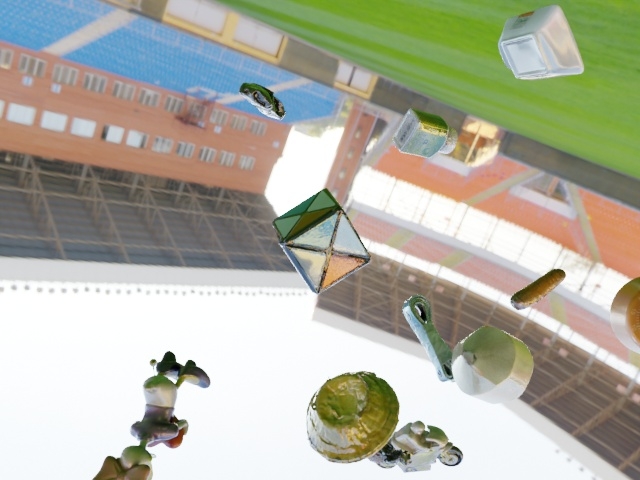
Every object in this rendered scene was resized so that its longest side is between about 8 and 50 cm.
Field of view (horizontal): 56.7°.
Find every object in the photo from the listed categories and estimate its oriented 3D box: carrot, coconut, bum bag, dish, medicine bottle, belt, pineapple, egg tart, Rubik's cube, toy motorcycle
[{"bbox_3d":[0.633,0.142,1.717,0.060,0.186,0.060,58,177,4],"label":"carrot"},{"bbox_3d":[0.507,0.367,1.769,0.241,0.241,0.241,20,-165,-6],"label":"coconut"},{"bbox_3d":[-0.191,-0.480,2.025,0.142,0.080,0.326,39,-172,0],"label":"bum bag"},{"bbox_3d":[0.454,-0.411,1.293,0.154,0.064,0.234,59,173,-16],"label":"dish"},{"bbox_3d":[0.349,-0.344,1.939,0.188,0.132,0.088,6,-140,-29],"label":"medicine bottle"},{"bbox_3d":[0.365,0.316,1.909,0.087,0.072,0.302,-22,-102,-25],"label":"belt"},{"bbox_3d":[0.184,0.584,1.623,0.074,0.074,0.159,14,166,-27],"label":"pineapple"},{"bbox_3d":[0.073,0.466,1.619,0.290,0.290,0.115,42,166,53],"label":"egg tart"},{"bbox_3d":[0.001,0.000,2.098,0.246,0.250,0.248,57,179,-24],"label":"Rubik's cube"},{"bbox_3d":[0.348,0.764,2.204,0.340,0.223,0.108,-11,-156,17],"label":"toy motorcycle"}]

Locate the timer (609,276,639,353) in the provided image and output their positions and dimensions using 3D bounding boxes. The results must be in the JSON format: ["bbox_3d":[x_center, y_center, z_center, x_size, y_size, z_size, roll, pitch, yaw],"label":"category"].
[{"bbox_3d":[0.531,0.122,0.896,0.132,0.132,0.152,24,-176,7],"label":"timer"}]

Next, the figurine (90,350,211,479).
[{"bbox_3d":[-0.436,0.478,1.563,0.154,0.193,0.421,3,-130,15],"label":"figurine"}]

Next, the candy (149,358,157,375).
[{"bbox_3d":[-0.518,0.402,1.849,0.023,0.083,0.025,12,-145,15],"label":"candy"}]
